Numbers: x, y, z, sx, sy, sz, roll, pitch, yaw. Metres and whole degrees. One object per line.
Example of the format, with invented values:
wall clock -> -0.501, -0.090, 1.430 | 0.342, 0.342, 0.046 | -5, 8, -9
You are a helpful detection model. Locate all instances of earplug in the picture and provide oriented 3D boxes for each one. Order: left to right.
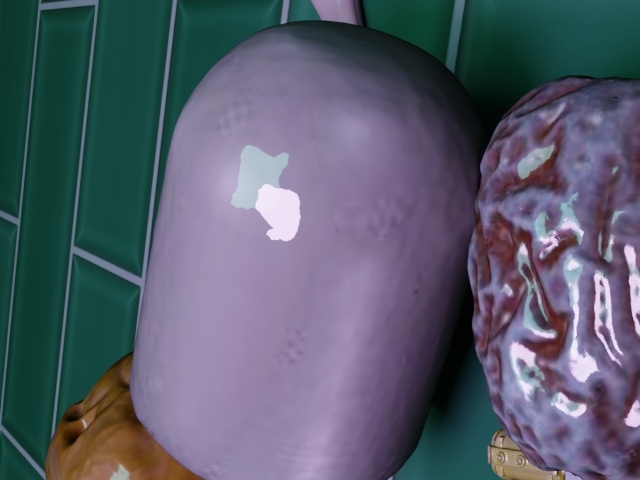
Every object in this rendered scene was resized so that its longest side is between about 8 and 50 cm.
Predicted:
earplug -> 0.000, 0.000, 0.813 | 0.312, 0.312, 0.394 | 46, 132, 43

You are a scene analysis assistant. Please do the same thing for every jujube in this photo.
jujube -> 0.225, 0.030, 0.651 | 0.226, 0.226, 0.317 | 6, 94, 52

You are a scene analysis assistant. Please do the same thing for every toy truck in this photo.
toy truck -> 0.213, 0.197, 0.770 | 0.123, 0.063, 0.052 | -6, 83, 52

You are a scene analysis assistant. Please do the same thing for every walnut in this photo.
walnut -> -0.186, 0.303, 1.062 | 0.354, 0.308, 0.398 | -54, 20, 0

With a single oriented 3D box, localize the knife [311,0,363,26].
knife -> 0.057, -0.206, 1.030 | 0.081, 0.043, 0.336 | -30, 71, 40
